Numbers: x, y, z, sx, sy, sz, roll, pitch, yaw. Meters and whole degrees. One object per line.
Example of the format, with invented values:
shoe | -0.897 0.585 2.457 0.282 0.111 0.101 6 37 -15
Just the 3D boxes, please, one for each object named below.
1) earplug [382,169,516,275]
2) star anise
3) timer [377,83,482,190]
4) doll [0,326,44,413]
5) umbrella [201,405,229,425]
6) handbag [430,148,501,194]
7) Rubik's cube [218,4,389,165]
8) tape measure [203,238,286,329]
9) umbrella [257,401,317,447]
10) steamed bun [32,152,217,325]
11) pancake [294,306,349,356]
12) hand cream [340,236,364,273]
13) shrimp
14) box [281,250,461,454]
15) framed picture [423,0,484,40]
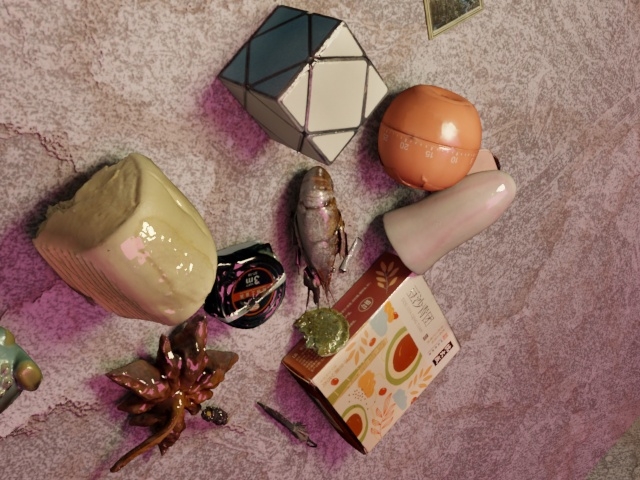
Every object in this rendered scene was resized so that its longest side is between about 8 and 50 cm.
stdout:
earplug | 0.314 -0.066 2.039 0.301 0.172 0.172 -32 139 22
star anise | -0.311 0.320 1.842 0.349 0.109 0.293 -30 122 -26
timer | 0.241 -0.226 1.966 0.229 0.229 0.215 -1 120 -41
doll | -0.607 0.177 1.474 0.177 0.161 0.261 -42 132 -19
umbrella | -0.231 0.390 1.962 0.037 0.040 0.144 -10 161 6
handbag | 0.358 -0.149 2.187 0.179 0.116 0.205 -43 132 -17
Rubik's cube | -0.030 -0.302 1.713 0.205 0.205 0.207 -52 136 -9
tape measure | -0.165 0.094 1.859 0.182 0.107 0.181 -14 116 -36
umbrella | -0.071 0.450 2.160 0.269 0.044 0.044 50 45 -44
steamed bun | -0.322 -0.013 1.600 0.290 0.273 0.272 47 62 -47
pancake | 0.009 0.209 2.048 0.116 0.130 0.023 -21 146 -10
hand cream | 0.072 0.037 2.103 0.030 0.019 0.093 38 77 -43
shrimp | -0.005 0.002 1.941 0.116 0.145 0.343 -6 112 -11
box | 0.138 0.284 2.202 0.385 0.122 0.345 -46 132 -15
framed picture | 0.306 -0.556 2.017 0.183 0.011 0.142 -33 128 -25
